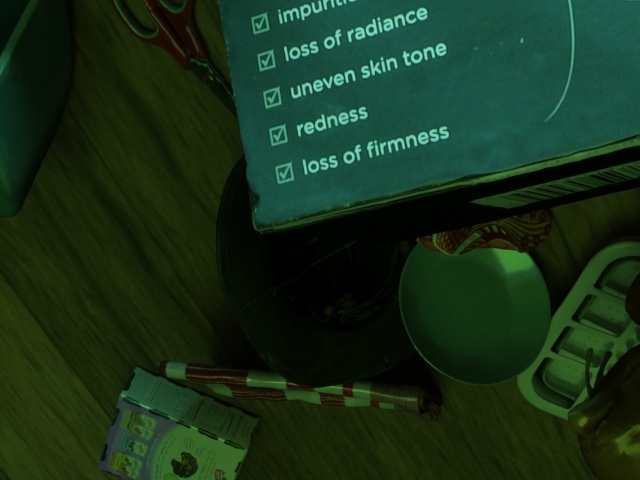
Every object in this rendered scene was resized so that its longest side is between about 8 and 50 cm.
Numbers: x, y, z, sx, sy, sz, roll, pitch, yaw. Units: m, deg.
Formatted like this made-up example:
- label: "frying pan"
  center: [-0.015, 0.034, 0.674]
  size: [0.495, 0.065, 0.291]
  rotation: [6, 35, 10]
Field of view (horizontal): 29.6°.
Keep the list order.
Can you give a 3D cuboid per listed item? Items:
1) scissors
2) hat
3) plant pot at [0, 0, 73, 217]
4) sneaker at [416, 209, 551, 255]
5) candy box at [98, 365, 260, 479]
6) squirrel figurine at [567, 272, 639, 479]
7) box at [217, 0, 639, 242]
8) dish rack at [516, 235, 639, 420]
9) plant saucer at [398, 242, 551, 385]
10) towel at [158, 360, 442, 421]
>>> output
- label: "scissors"
  center: [-0.147, -0.201, 1.411]
  size: [0.109, 0.021, 0.297]
  rotation: [-15, 121, 22]
- label: "hat"
  center: [0.000, 0.000, 1.425]
  size: [0.331, 0.331, 0.134]
  rotation: [56, 164, -24]
- label: "plant pot"
  center: [-0.421, -0.164, 1.384]
  size: [0.248, 0.247, 0.252]
  rotation: [8, 145, 10]
- label: "sneaker"
  center: [0.190, -0.019, 1.393]
  size: [0.175, 0.067, 0.064]
  rotation: [-1, 102, -28]
- label: "candy box"
  center: [-0.206, 0.293, 1.750]
  size: [0.196, 0.070, 0.165]
  rotation: [23, 128, 0]
- label: "squirrel figurine"
  center: [0.411, 0.098, 1.147]
  size: [0.370, 0.397, 0.281]
  rotation: [-45, 101, -9]
- label: "box"
  center: [0.173, -0.275, 0.957]
  size: [0.480, 0.297, 0.472]
  rotation: [-13, 84, 24]
- label: "dish rack"
  center: [0.434, 0.137, 1.456]
  size: [0.333, 0.072, 0.285]
  rotation: [24, 127, -2]
- label: "plant saucer"
  center: [0.175, 0.076, 1.416]
  size: [0.195, 0.195, 0.037]
  rotation: [33, 156, -9]
- label: "towel"
  center: [-0.017, 0.193, 1.550]
  size: [0.329, 0.037, 0.237]
  rotation: [4, 170, 13]
